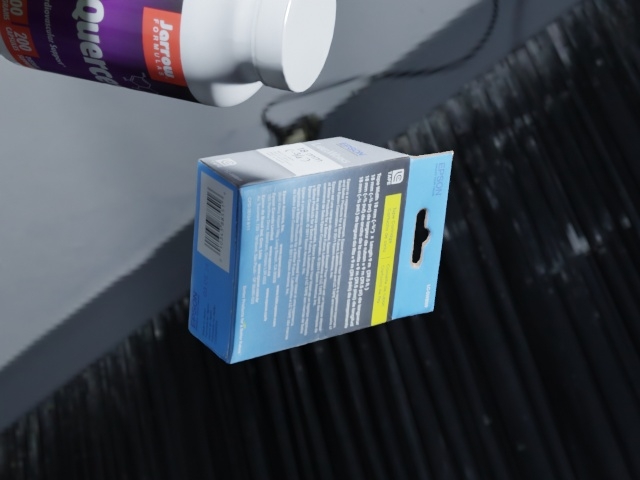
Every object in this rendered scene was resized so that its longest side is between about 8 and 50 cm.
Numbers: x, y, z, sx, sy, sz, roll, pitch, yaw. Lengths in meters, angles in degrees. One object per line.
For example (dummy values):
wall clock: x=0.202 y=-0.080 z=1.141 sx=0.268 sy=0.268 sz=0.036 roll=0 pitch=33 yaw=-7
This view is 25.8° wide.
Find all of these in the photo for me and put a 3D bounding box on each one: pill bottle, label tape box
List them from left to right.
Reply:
pill bottle: x=-0.157 y=-0.233 z=1.354 sx=0.322 sy=0.182 sz=0.181 roll=13 pitch=145 yaw=21
label tape box: x=0.000 y=0.000 z=1.806 sx=0.333 sy=0.106 sz=0.241 roll=-11 pitch=118 yaw=-35
